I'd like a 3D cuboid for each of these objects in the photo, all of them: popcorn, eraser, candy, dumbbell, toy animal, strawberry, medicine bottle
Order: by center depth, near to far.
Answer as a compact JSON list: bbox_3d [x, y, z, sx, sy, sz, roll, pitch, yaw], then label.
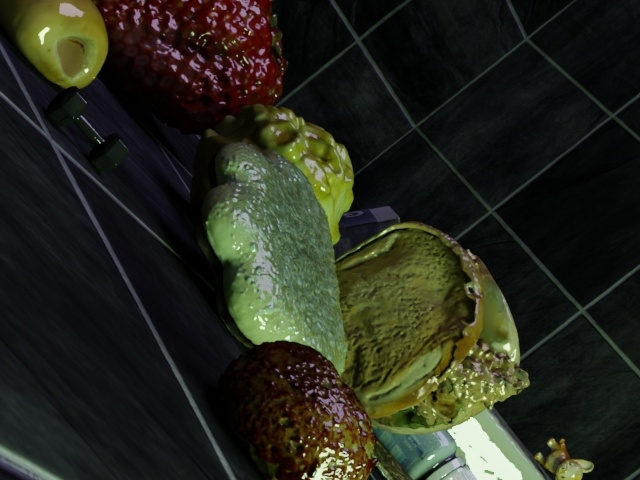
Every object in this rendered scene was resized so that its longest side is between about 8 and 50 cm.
[{"bbox_3d":[-0.213,-0.101,1.082,0.083,0.036,0.040,51,3,-27],"label":"dumbbell"},{"bbox_3d":[-0.064,-0.052,1.438,0.181,0.217,0.235,10,41,-44],"label":"popcorn"},{"bbox_3d":[0.130,0.266,1.490,0.203,0.083,0.083,53,3,23],"label":"medicine bottle"},{"bbox_3d":[0.000,0.000,1.592,0.092,0.212,0.046,-116,-164,-76],"label":"eraser"},{"bbox_3d":[0.341,0.317,1.630,0.083,0.060,0.081,43,-2,45],"label":"toy animal"},{"bbox_3d":[0.250,0.355,1.672,0.359,0.145,0.208,50,3,-5],"label":"candy"},{"bbox_3d":[-0.218,-0.304,1.717,0.351,0.267,0.312,13,37,-45],"label":"strawberry"}]

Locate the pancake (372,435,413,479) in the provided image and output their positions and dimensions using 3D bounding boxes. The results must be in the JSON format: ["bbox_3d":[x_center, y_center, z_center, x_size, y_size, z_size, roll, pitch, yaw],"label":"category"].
[{"bbox_3d":[0.092,0.281,1.339,0.190,0.020,0.184,52,2,29],"label":"pancake"}]

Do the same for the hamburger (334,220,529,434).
[{"bbox_3d":[0.108,0.107,1.387,0.286,0.243,0.146,13,-17,34],"label":"hamburger"}]

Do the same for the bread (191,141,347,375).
[{"bbox_3d":[-0.049,0.013,1.193,0.207,0.056,0.286,33,39,-50],"label":"bread"}]

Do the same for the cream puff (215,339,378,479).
[{"bbox_3d":[-0.009,0.135,0.868,0.149,0.084,0.149,52,5,-6],"label":"cream puff"}]

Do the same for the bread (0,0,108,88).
[{"bbox_3d":[-0.287,-0.244,1.221,0.173,0.085,0.134,52,3,26],"label":"bread"}]

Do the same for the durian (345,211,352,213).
[{"bbox_3d":[0.075,0.054,2.241,0.340,0.204,0.256,50,15,-25],"label":"durian"}]
